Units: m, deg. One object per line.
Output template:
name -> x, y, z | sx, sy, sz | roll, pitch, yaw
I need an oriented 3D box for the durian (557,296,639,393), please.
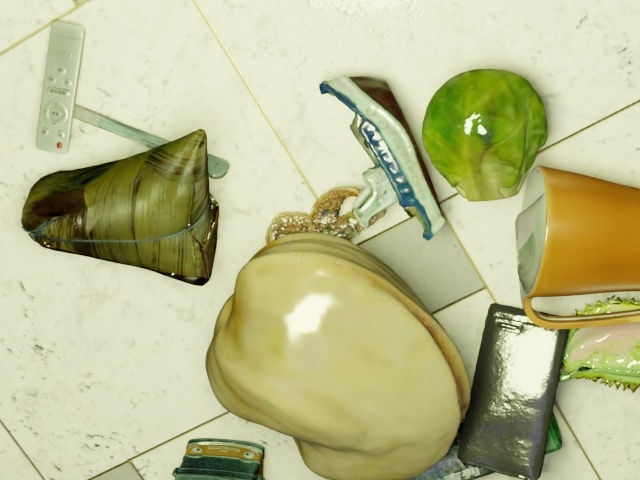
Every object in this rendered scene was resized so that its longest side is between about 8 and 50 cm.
durian -> 0.446, 0.154, 1.862 | 0.221, 0.095, 0.137 | 0, 77, 20

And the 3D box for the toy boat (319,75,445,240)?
toy boat -> 0.076, -0.108, 1.774 | 0.115, 0.114, 0.262 | -24, 99, -2

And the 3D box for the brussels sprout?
brussels sprout -> 0.219, -0.143, 1.743 | 0.162, 0.144, 0.180 | 0, 103, -31

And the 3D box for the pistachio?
pistachio -> 0.018, 0.175, 1.804 | 0.365, 0.281, 0.445 | -7, 132, 29

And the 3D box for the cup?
cup -> 0.390, 0.018, 1.772 | 0.264, 0.182, 0.226 | 5, 109, -2

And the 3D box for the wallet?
wallet -> 0.282, 0.220, 1.876 | 0.124, 0.025, 0.244 | 12, 89, 20

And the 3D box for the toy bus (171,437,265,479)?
toy bus -> -0.160, 0.462, 2.016 | 0.139, 0.167, 0.275 | 5, 112, 5

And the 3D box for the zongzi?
zongzi -> -0.275, -0.081, 1.777 | 0.286, 0.138, 0.300 | 13, 144, 2

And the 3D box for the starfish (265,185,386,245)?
starfish -> 0.003, -0.003, 1.881 | 0.150, 0.053, 0.209 | 39, 116, 4

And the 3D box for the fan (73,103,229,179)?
fan -> -0.263, -0.151, 1.849 | 0.282, 0.057, 0.023 | 23, 122, 3

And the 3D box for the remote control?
remote control -> -0.366, -0.215, 1.821 | 0.050, 0.027, 0.184 | 11, 99, 7

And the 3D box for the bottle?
bottle -> 0.198, 0.326, 1.958 | 0.330, 0.093, 0.093 | -21, 108, 15
